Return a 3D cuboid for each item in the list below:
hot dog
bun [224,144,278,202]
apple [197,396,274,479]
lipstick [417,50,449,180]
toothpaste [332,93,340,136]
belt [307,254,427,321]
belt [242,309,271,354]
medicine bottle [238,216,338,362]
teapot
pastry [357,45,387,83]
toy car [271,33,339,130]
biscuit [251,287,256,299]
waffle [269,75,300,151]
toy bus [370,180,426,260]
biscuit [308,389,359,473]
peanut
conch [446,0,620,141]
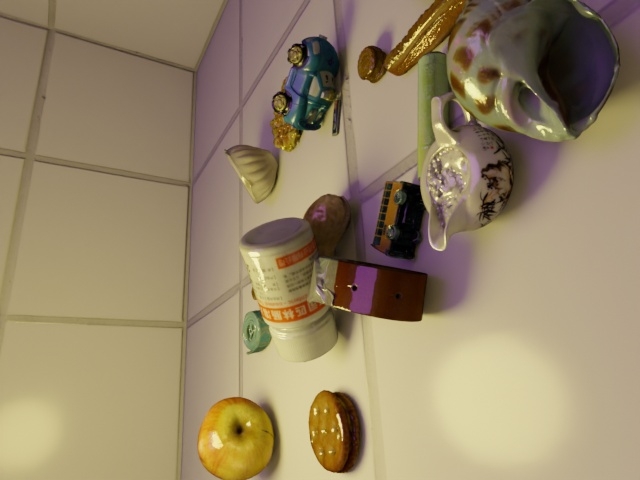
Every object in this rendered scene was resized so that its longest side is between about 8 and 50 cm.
[{"bbox_3d":[0.262,-0.513,1.175,0.289,0.083,0.068,-33,35,54],"label":"hot dog"},{"bbox_3d":[-0.267,-0.302,1.996,0.263,0.175,0.263,59,175,9],"label":"bun"},{"bbox_3d":[-0.301,0.712,1.704,0.286,0.285,0.233,-109,32,-41],"label":"apple"},{"bbox_3d":[0.262,-0.289,1.113,0.076,0.076,0.305,-13,71,60],"label":"lipstick"},{"bbox_3d":[0.053,-0.419,1.591,0.037,0.021,0.140,5,90,63],"label":"toothpaste"},{"bbox_3d":[0.104,0.113,1.149,0.338,0.217,0.122,8,90,56],"label":"belt"},{"bbox_3d":[-0.248,0.355,1.885,0.163,0.082,0.148,-46,55,43],"label":"belt"},{"bbox_3d":[-0.083,0.140,1.355,0.211,0.210,0.372,27,137,60],"label":"medicine bottle"},{"bbox_3d":[0.275,-0.142,0.952,0.208,0.165,0.300,-174,73,-71],"label":"teapot"},{"bbox_3d":[0.150,-0.516,1.396,0.097,0.057,0.109,-66,31,31],"label":"pastry"},{"bbox_3d":[-0.023,-0.522,1.605,0.165,0.198,0.315,31,110,24],"label":"toy car"},{"bbox_3d":[-0.233,0.191,1.943,0.183,0.038,0.174,51,126,55],"label":"biscuit"},{"bbox_3d":[-0.123,-0.517,1.902,0.307,0.060,0.312,59,135,48],"label":"waffle"},{"bbox_3d":[0.192,-0.049,1.165,0.103,0.091,0.182,18,97,63],"label":"toy bus"},{"bbox_3d":[0.034,0.534,1.332,0.220,0.066,0.221,-24,63,59],"label":"biscuit"},{"bbox_3d":[0.000,0.000,1.464,0.149,0.149,0.314,-130,47,-54],"label":"peanut"},{"bbox_3d":[0.344,-0.325,0.820,0.249,0.197,0.368,-32,80,39],"label":"conch"}]
